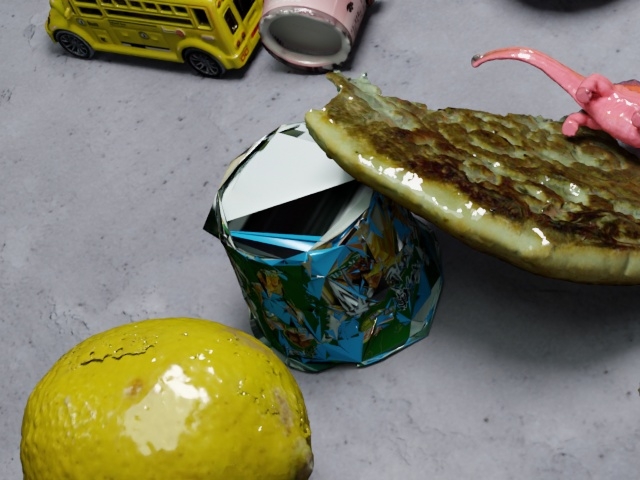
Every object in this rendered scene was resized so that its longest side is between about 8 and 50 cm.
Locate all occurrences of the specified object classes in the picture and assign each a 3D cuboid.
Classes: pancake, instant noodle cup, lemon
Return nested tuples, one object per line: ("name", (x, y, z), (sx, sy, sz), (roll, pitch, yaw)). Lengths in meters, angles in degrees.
("pancake", (0.187, -0.061, 1.409), (0.427, 0.066, 0.304), (9, 32, -16))
("instant noodle cup", (0.000, 0.000, 1.478), (0.240, 0.178, 0.240), (-11, 51, 13))
("lemon", (-0.140, 0.200, 1.322), (0.310, 0.258, 0.257), (-7, 51, 32))

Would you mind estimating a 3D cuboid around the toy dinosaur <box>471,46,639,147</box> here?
("toy dinosaur", (0.315, -0.158, 1.489), (0.286, 0.070, 0.139), (32, 44, 24))

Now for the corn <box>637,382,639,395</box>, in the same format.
("corn", (0.448, 0.147, 1.219), (0.335, 0.126, 0.126), (10, 58, 28))

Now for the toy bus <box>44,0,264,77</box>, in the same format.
("toy bus", (-0.229, -0.328, 1.847), (0.331, 0.151, 0.145), (12, 61, 28))

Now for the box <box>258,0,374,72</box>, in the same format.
("box", (-0.006, -0.298, 1.741), (0.151, 0.151, 0.135), (1, 62, 23))
